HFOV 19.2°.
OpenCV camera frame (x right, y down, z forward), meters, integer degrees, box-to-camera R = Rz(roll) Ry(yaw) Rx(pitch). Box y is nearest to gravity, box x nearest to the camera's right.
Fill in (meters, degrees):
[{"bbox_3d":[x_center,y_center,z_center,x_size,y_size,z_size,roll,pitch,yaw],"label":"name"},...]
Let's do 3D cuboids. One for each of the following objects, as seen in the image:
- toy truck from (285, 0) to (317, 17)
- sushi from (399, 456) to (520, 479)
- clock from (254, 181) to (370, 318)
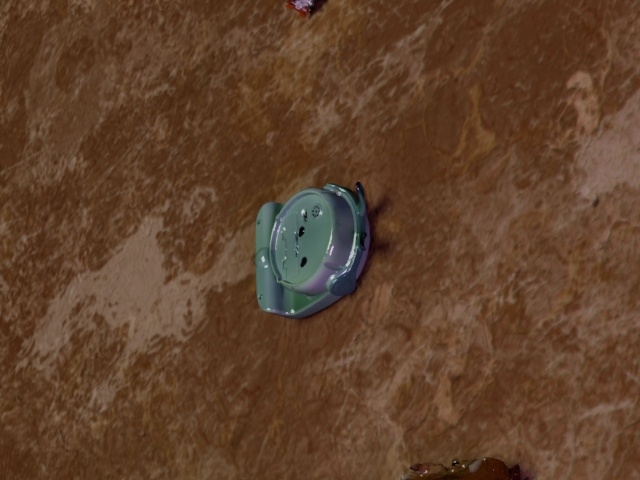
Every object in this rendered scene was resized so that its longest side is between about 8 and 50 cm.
[{"bbox_3d":[0.001,-0.232,1.640,0.083,0.024,0.032,-51,13,31],"label":"toy truck"},{"bbox_3d":[0.093,0.183,1.343,0.118,0.061,0.060,-8,27,34],"label":"sushi"},{"bbox_3d":[0.000,0.000,1.538,0.135,0.041,0.101,-27,56,44],"label":"clock"}]
